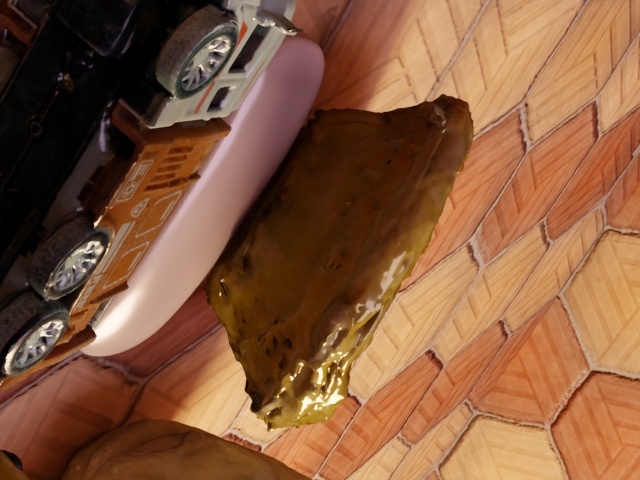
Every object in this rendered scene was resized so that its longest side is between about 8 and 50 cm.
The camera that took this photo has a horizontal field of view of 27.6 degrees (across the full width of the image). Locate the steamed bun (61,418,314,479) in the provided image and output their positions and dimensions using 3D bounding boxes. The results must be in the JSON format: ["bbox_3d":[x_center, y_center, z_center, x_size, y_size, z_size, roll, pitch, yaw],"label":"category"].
[{"bbox_3d":[-0.175,0.308,1.202,0.372,0.230,0.325,-44,157,-19],"label":"steamed bun"}]

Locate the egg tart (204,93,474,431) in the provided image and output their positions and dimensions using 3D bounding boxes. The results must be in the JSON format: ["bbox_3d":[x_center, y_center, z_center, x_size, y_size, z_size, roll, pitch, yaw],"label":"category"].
[{"bbox_3d":[0.000,0.000,1.081,0.341,0.132,0.341,-58,-172,14],"label":"egg tart"}]

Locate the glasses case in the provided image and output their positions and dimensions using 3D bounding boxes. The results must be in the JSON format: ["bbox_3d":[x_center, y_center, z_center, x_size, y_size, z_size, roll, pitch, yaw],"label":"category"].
[{"bbox_3d":[-0.099,-0.036,0.983,0.297,0.075,0.113,-56,160,14],"label":"glasses case"}]

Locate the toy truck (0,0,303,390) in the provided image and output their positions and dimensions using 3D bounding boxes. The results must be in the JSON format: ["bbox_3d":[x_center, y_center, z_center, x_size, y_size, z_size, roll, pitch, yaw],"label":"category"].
[{"bbox_3d":[-0.138,-0.062,0.789,0.305,0.136,0.162,-55,165,21],"label":"toy truck"}]

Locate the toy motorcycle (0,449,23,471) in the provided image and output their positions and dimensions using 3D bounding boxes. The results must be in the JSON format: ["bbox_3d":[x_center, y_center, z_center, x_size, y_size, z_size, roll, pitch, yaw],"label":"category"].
[{"bbox_3d":[-0.331,0.237,0.989,0.225,0.073,0.152,-6,125,-48],"label":"toy motorcycle"}]

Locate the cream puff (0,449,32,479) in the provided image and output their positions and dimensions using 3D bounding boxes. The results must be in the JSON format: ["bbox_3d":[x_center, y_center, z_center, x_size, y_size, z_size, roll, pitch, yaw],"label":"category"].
[{"bbox_3d":[-0.293,0.228,0.756,0.324,0.291,0.257,-37,118,-45],"label":"cream puff"}]
